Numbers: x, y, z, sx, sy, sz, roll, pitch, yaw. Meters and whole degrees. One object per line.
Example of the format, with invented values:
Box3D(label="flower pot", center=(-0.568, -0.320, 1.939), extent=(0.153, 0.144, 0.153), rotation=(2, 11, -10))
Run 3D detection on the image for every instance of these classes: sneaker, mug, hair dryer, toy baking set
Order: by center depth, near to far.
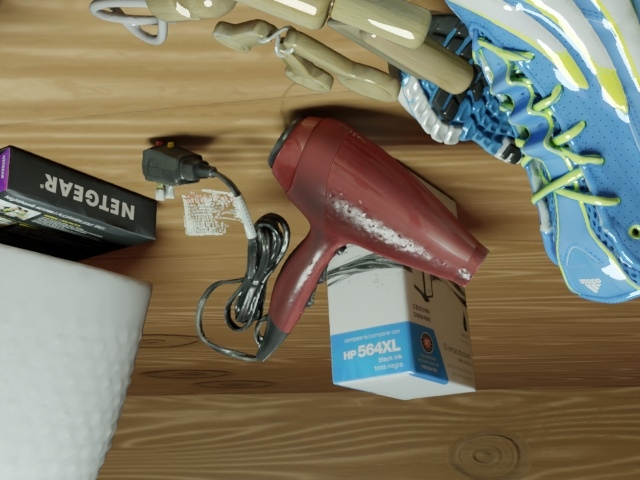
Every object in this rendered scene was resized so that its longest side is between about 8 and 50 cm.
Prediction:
Box3D(label="sneaker", center=(0.115, -0.050, 0.325), extent=(0.240, 0.126, 0.091), rotation=(27, 163, -26))
Box3D(label="toy baking set", center=(-0.055, -0.113, 0.402), extent=(0.256, 0.030, 0.197), rotation=(21, 176, -5))
Box3D(label="sneaker", center=(0.085, -0.104, 0.535), extent=(0.071, 0.083, 0.190), rotation=(-54, 147, 12))
Box3D(label="hair dryer", center=(0.000, 0.000, 0.706), extent=(0.293, 0.080, 0.224), rotation=(0, 122, 28))
Box3D(label="mug", center=(-0.378, 0.162, 0.828), extent=(0.276, 0.328, 0.374), rotation=(8, 171, 35))

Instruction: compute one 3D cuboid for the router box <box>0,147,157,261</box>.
Box3D(label="router box", center=(-0.272, -0.028, 0.811), extent=(0.133, 0.046, 0.179), rotation=(-13, 159, 33))

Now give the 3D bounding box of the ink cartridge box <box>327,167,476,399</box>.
Box3D(label="ink cartridge box", center=(0.077, 0.043, 0.796), extent=(0.085, 0.203, 0.148), rotation=(-14, 159, 30))
